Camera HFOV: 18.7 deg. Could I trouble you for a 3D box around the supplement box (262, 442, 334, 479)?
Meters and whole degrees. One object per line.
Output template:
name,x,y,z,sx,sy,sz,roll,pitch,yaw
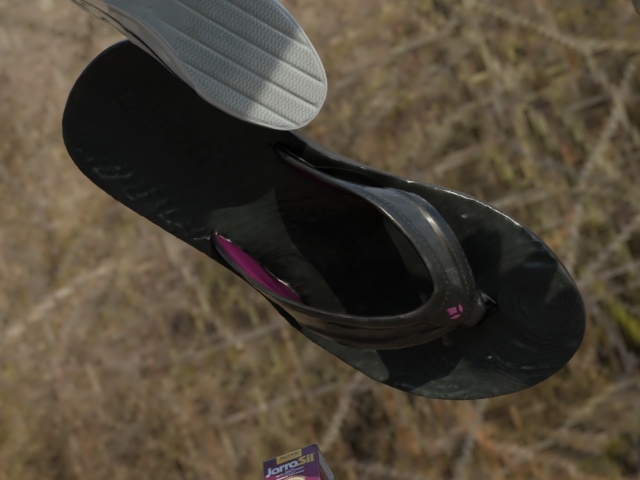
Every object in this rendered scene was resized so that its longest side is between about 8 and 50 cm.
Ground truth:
supplement box,-0.017,0.223,1.691,0.055,0.043,0.083,-22,28,7

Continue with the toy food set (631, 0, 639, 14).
toy food set,0.273,-0.216,1.191,0.218,0.128,0.071,-3,44,44

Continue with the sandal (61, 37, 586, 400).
sandal,-0.002,0.001,1.504,0.167,0.445,0.107,-61,4,14

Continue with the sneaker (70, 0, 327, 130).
sneaker,-0.105,-0.176,1.447,0.094,0.258,0.091,-53,18,1
